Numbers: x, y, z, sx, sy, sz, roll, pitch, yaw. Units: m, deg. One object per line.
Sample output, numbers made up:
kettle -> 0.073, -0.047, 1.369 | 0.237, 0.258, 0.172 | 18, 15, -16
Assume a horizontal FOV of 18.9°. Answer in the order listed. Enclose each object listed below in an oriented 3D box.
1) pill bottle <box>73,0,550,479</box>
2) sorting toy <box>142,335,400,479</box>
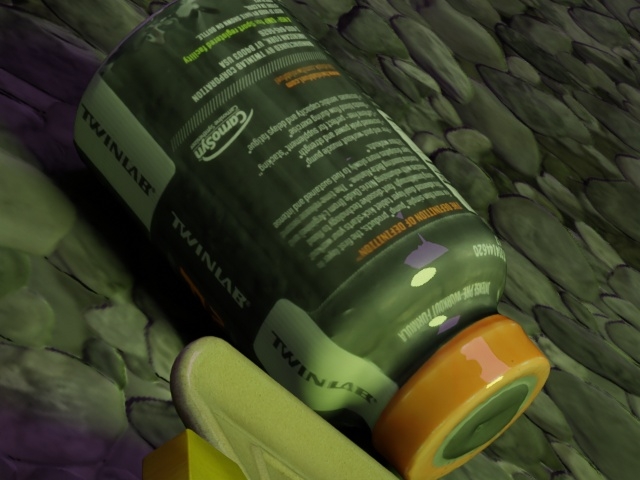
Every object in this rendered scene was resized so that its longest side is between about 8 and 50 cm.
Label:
pill bottle -> 0.000, 0.000, 0.920 | 0.245, 0.130, 0.130 | 49, 28, 22
sorting toy -> 0.008, 0.145, 0.694 | 0.307, 0.041, 0.229 | 44, 14, -54
